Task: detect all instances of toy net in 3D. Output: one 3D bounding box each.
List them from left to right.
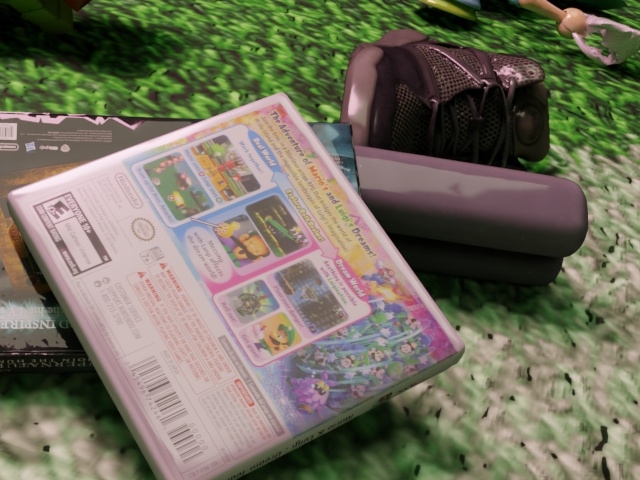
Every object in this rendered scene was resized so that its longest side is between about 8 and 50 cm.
[{"bbox_3d":[0.202,-0.205,1.056,0.232,0.045,0.122,25,13,19],"label":"toy net"}]

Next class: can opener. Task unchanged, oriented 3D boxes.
[{"bbox_3d":[0.000,0.000,0.602,0.283,0.076,0.095,8,61,-7],"label":"can opener"}]

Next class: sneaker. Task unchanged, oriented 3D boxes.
[{"bbox_3d":[0.082,-0.081,0.731,0.130,0.087,0.227,12,21,13],"label":"sneaker"}]

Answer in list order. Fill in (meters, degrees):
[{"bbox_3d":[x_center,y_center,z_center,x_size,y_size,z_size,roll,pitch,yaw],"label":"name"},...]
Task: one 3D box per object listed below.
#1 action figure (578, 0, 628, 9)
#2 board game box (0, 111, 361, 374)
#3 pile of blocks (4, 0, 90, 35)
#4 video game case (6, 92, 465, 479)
[{"bbox_3d":[0.195,-0.286,1.134,0.232,0.063,0.137,-1,26,-40],"label":"action figure"},{"bbox_3d":[-0.071,0.000,0.527,0.186,0.026,0.126,1,62,-12],"label":"board game box"},{"bbox_3d":[-0.282,-0.187,0.808,0.362,0.149,0.112,-3,74,-8],"label":"pile of blocks"},{"bbox_3d":[-0.037,0.017,0.493,0.143,0.019,0.157,-24,65,-25],"label":"video game case"}]
